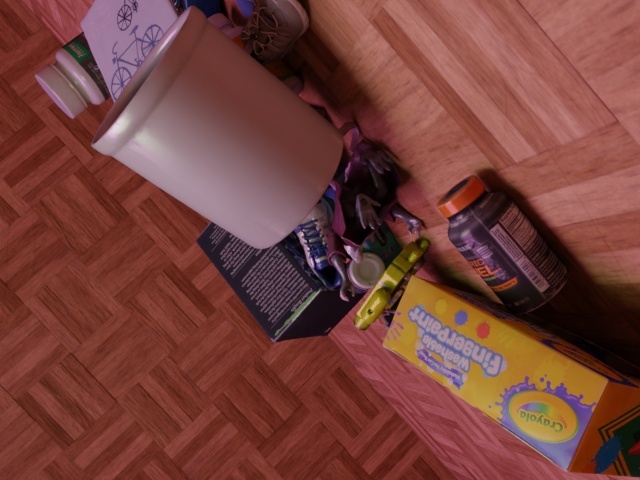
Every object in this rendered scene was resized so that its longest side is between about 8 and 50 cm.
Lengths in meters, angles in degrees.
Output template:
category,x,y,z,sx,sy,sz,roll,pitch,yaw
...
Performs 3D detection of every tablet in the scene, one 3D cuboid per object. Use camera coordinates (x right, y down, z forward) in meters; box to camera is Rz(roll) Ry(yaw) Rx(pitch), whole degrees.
category,x,y,z,sx,sy,sz,roll,pitch,yaw
tablet,-0.153,-0.498,1.556,0.083,0.006,0.054,31,159,46

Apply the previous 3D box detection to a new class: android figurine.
category,x,y,z,sx,sy,sz,roll,pitch,yaw
android figurine,0.179,0.105,1.784,0.056,0.248,0.273,39,124,9

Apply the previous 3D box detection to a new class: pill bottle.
category,x,y,z,sx,sy,sz,roll,pitch,yaw
pill bottle,-0.170,-0.392,1.631,0.245,0.136,0.136,45,166,7
pill bottle,0.107,0.089,1.909,0.094,0.094,0.169,47,166,1
pill bottle,0.316,0.002,1.286,0.245,0.130,0.130,49,166,-6
pill bottle,-0.693,-0.559,2.271,0.204,0.361,0.204,43,166,14

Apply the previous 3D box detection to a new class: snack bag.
category,x,y,z,sx,sy,sz,roll,pitch,yaw
snack bag,-0.466,-0.517,1.785,0.037,0.323,0.342,-5,-120,-50

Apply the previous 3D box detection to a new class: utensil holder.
category,x,y,z,sx,sy,sz,roll,pitch,yaw
utensil holder,-0.193,-0.211,1.430,0.385,0.327,0.327,34,172,-23

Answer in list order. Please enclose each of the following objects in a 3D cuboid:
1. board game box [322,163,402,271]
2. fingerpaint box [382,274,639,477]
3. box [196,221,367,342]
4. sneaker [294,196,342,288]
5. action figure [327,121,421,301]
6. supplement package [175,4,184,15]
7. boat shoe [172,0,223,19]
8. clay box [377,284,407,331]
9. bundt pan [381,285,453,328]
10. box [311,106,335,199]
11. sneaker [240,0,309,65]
category,x,y,z,sx,sy,sz,roll,pitch,yaw
board game box,0.064,-0.071,1.951,0.254,0.079,0.336,25,154,54
fingerpaint box,0.401,0.240,1.321,0.371,0.163,0.445,18,-173,-38
box,-0.109,0.073,2.082,0.395,0.212,0.293,49,-160,22
sneaker,0.000,0.000,1.825,0.131,0.112,0.296,-103,-12,-45
action figure,0.066,-0.047,1.662,0.276,0.248,0.370,46,164,9
supplement package,-0.460,-0.523,2.009,0.198,0.199,0.262,39,164,29
boat shoe,-0.284,-0.533,1.654,0.089,0.109,0.258,46,165,19
clay box,0.246,0.224,2.134,0.222,0.127,0.053,50,167,-15
bundt pan,0.323,0.215,1.789,0.331,0.124,0.331,28,162,10
box,-0.021,-0.208,1.736,0.136,0.036,0.225,26,133,54
sneaker,-0.100,-0.406,1.422,0.105,0.115,0.281,46,166,3
